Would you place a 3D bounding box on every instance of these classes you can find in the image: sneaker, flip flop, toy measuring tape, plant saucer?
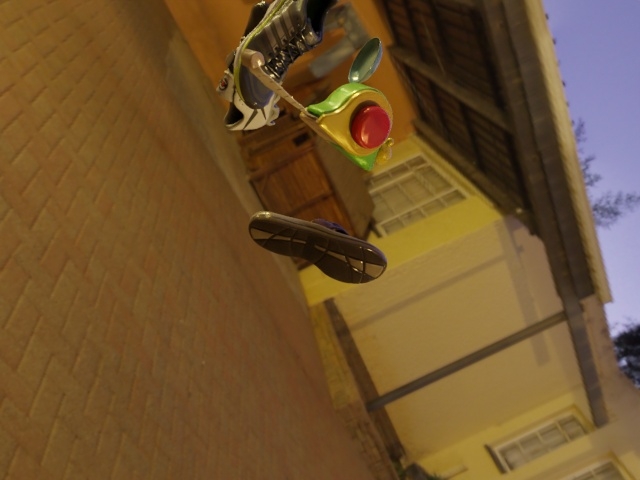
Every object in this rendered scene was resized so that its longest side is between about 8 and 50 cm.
[{"bbox_3d":[-0.165,-0.382,1.457,0.122,0.146,0.331,48,-33,31],"label":"sneaker"},{"bbox_3d":[0.000,0.000,1.199,0.080,0.276,0.112,-76,-172,-45],"label":"flip flop"},{"bbox_3d":[-0.070,-0.396,1.258,0.121,0.300,0.111,20,-8,42],"label":"sneaker"},{"bbox_3d":[0.021,-0.225,0.995,0.330,0.121,0.121,35,21,-41],"label":"toy measuring tape"},{"bbox_3d":[0.108,-0.409,1.455,0.021,0.119,0.119,25,20,-25],"label":"plant saucer"}]
